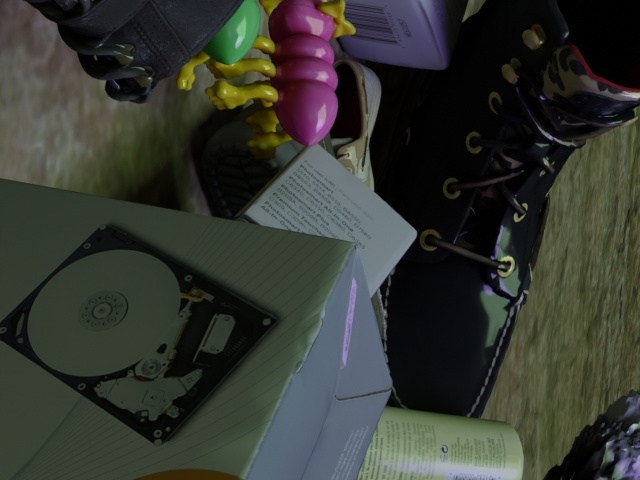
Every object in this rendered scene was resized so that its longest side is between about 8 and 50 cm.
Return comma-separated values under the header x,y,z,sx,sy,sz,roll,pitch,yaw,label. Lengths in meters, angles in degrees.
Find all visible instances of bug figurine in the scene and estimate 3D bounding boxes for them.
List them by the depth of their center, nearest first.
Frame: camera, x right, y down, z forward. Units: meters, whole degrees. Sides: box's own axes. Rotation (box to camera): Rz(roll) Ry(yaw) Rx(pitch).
x,y,z,sx,sy,sz,roll,pitch,yaw,label
-0.037,-0.163,0.784,0.279,0.072,0.216,46,38,-66,bug figurine

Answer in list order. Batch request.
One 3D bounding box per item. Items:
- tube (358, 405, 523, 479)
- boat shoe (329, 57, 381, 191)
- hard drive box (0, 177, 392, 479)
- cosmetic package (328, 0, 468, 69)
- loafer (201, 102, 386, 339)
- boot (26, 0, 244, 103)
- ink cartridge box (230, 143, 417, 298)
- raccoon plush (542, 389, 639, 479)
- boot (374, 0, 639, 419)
x,y,z,sx,sy,sz,roll,pitch,yaw,label
0.017,0.137,0.983,0.062,0.240,0.070,-54,-142,45,tube
0.010,-0.061,1.042,0.045,0.050,0.135,34,58,-64,boat shoe
-0.117,0.074,0.515,0.089,0.232,0.181,74,32,-48,hard drive box
0.072,-0.248,1.058,0.117,0.085,0.231,57,49,-62,cosmetic package
0.000,0.000,0.972,0.087,0.094,0.251,-60,152,-32,loafer
-0.106,-0.104,0.557,0.263,0.091,0.229,-48,156,-4,boot
-0.049,0.058,0.801,0.148,0.086,0.203,-51,178,37,ink cartridge box
0.078,0.217,1.069,0.446,0.216,0.299,-57,150,-20,raccoon plush
0.135,-0.054,1.063,0.284,0.138,0.377,130,-19,-59,boot
